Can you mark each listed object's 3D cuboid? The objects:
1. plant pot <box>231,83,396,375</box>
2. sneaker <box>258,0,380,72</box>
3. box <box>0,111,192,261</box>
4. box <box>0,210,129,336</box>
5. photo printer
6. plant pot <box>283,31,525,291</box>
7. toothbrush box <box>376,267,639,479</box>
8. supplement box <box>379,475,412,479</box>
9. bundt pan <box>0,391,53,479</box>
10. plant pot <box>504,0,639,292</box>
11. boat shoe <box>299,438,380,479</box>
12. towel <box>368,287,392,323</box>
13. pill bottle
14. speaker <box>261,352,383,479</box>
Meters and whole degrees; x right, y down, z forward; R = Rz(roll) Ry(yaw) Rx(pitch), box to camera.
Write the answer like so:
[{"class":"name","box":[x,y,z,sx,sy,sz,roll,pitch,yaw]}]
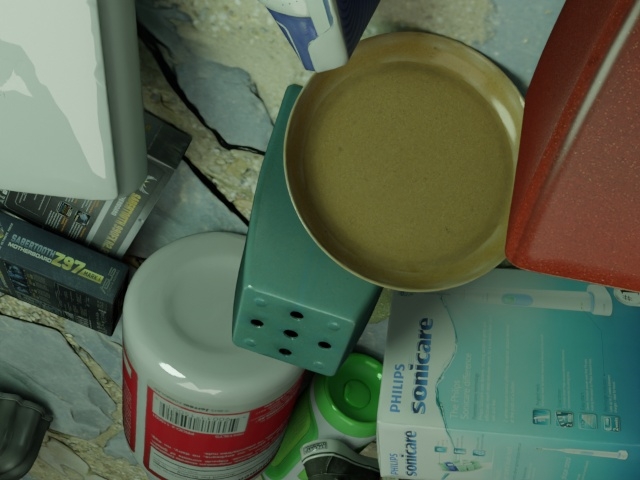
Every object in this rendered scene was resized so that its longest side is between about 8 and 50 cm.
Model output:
[{"class":"plant pot","box":[0.000,0.000,0.887,0.165,0.234,0.165,19,141,1]},{"class":"sneaker","box":[-0.080,-0.284,0.689,0.182,0.127,0.315,-4,129,31]},{"class":"box","box":[-0.276,-0.083,1.040,0.183,0.056,0.231,28,140,-13]},{"class":"box","box":[-0.347,0.049,1.168,0.183,0.059,0.233,22,159,-5]},{"class":"photo printer","box":[-0.287,-0.193,0.793,0.256,0.107,0.307,8,127,6]},{"class":"plant pot","box":[0.083,-0.070,0.801,0.236,0.236,0.032,22,168,-4]},{"class":"toothbrush box","box":[0.217,0.148,0.969,0.295,0.216,0.126,3,139,8]},{"class":"supplement box","box":[0.151,0.293,1.206,0.104,0.188,0.081,-16,131,35]},{"class":"bundt pan","box":[-0.653,0.359,1.582,0.331,0.124,0.331,1,152,0]},{"class":"plant pot","box":[0.293,-0.125,0.627,0.267,0.267,0.236,11,128,9]},{"class":"boat shoe","box":[0.041,0.329,1.198,0.078,0.070,0.219,-24,145,22]},{"class":"towel","box":[0.067,0.049,1.083,0.110,0.027,0.148,30,140,-16]},{"class":"pill bottle","box":[-0.145,0.193,1.174,0.229,0.229,0.408,18,141,1]},{"class":"speaker","box":[0.004,0.275,1.292,0.131,0.131,0.296,24,140,-7]}]
